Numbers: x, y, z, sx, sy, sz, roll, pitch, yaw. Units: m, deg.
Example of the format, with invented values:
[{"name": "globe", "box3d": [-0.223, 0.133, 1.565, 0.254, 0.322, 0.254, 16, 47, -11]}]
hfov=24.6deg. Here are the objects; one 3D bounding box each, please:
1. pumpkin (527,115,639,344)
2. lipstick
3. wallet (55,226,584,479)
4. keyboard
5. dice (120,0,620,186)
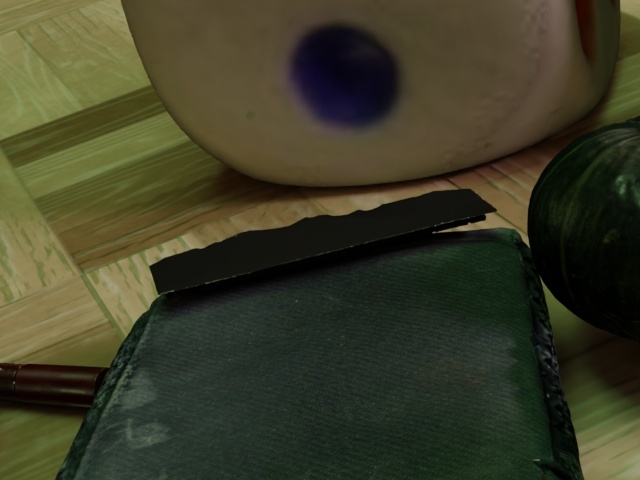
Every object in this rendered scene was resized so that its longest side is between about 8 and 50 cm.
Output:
[{"name": "pumpkin", "box3d": [0.189, -0.004, 0.745, 0.167, 0.125, 0.167, -15, 18, 5]}, {"name": "lipstick", "box3d": [-0.198, 0.086, 0.891, 0.177, 0.027, 0.027, 0, 30, 31]}, {"name": "wallet", "box3d": [0.000, 0.085, 0.713, 0.237, 0.075, 0.342, -13, 17, 8]}, {"name": "keyboard", "box3d": [0.000, 0.002, 0.841, 0.197, 0.015, 0.074, -14, 19, -7]}, {"name": "dice", "box3d": [0.041, -0.227, 1.063, 0.304, 0.304, 0.277, -3, 28, 22]}]
